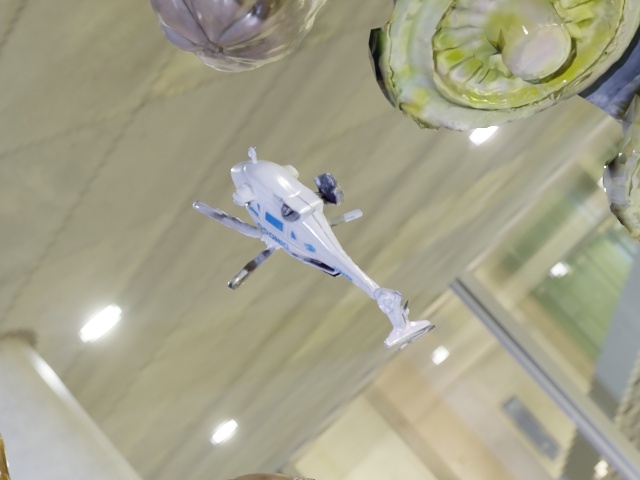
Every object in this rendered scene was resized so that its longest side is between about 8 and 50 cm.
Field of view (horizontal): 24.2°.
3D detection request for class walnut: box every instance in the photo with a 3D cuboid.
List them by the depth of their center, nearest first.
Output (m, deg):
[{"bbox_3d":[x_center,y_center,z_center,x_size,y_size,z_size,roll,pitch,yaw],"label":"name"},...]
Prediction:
[{"bbox_3d":[-0.088,-0.298,1.654,0.224,0.224,0.224,-40,169,-10],"label":"walnut"}]

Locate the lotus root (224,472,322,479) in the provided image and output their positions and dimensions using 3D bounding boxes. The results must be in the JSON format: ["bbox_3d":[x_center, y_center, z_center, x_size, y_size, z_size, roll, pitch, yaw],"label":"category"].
[{"bbox_3d":[-0.021,0.285,0.933,0.316,0.316,0.250,-41,150,-6],"label":"lotus root"}]

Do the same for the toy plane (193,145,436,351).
[{"bbox_3d":[-0.007,0.005,1.573,0.182,0.273,0.107,-14,137,-21],"label":"toy plane"}]

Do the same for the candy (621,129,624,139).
[{"bbox_3d":[0.191,-0.072,0.673,0.104,0.102,0.234,-57,141,-49],"label":"candy"}]

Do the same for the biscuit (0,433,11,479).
[{"bbox_3d":[-0.290,0.171,0.811,0.078,0.329,0.335,-24,157,27],"label":"biscuit"}]

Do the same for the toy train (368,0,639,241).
[{"bbox_3d":[0.108,-0.109,0.466,0.261,0.134,0.177,22,123,-39],"label":"toy train"}]
